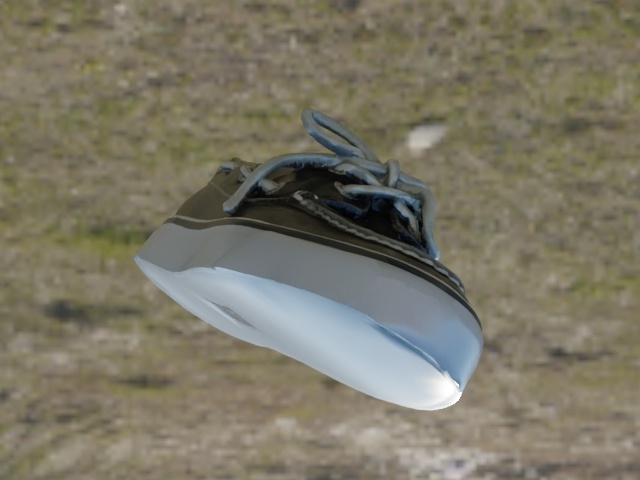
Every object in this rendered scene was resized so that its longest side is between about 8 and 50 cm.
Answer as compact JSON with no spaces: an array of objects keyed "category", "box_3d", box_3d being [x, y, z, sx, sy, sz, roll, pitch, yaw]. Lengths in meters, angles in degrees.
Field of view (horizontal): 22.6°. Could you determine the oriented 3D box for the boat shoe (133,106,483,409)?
[{"category":"boat shoe","box_3d":[0.003,0.003,0.773,0.113,0.105,0.306,38,170,-15]}]
